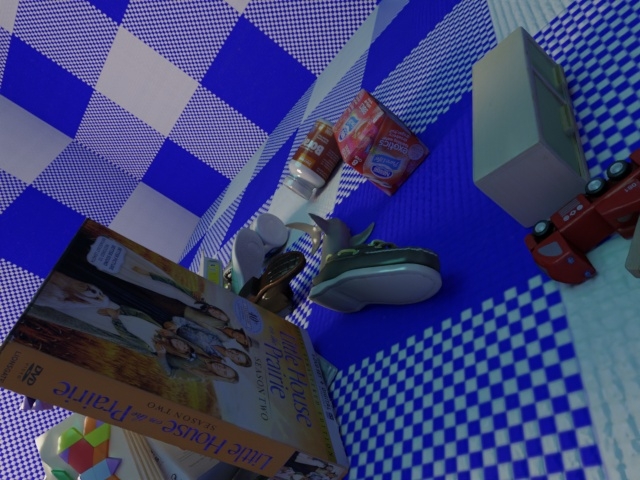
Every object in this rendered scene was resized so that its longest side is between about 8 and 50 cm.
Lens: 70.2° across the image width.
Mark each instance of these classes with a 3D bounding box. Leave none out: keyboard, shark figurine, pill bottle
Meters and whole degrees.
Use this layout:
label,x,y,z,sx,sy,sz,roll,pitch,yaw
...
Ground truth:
label,x,y,z,sx,sy,sz,roll,pitch,yaw
keyboard,-0.038,0.228,0.836,0.072,0.014,0.256,-65,21,-7
shark figurine,0.006,-0.022,0.969,0.166,0.116,0.278,-52,22,9
pill bottle,-0.015,-0.231,1.316,0.216,0.121,0.121,-57,20,-2
pill bottle,-0.192,0.011,1.367,0.186,0.112,0.112,-39,26,39

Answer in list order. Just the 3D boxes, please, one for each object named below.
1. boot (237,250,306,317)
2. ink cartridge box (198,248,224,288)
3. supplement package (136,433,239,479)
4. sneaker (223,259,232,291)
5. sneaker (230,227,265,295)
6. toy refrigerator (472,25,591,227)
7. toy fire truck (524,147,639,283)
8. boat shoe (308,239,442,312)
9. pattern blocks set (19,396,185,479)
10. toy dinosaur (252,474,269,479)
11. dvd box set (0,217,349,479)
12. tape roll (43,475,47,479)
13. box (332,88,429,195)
label,x,y,z,sx,sy,sz,roll,pitch,yaw
boot,-0.080,0.102,1.004,0.219,0.106,0.082,-34,34,36
ink cartridge box,-0.325,0.215,1.281,0.307,0.072,0.304,-120,40,-69
supplement package,-0.236,0.361,0.714,0.204,0.145,0.262,-56,-17,2
sneaker,-0.319,0.125,1.554,0.228,0.086,0.132,-33,24,27
sneaker,-0.221,0.100,1.241,0.151,0.094,0.256,-39,49,45
toy refrigerator,0.266,-0.158,0.587,0.094,0.102,0.270,-37,27,43
toy fire truck,0.285,-0.012,0.399,0.192,0.047,0.135,-46,24,28
boat shoe,0.076,0.047,0.703,0.305,0.109,0.091,-26,40,61
pattern blocks set,-0.282,0.298,0.583,0.285,0.325,0.026,-48,-19,5
toy dinosaur,-0.136,0.439,0.596,0.314,0.160,0.121,-48,-18,-11
dvd box set,-0.169,0.148,0.630,0.062,0.420,0.308,-52,24,13
tape roll,-0.346,0.403,0.866,0.392,0.071,0.392,-56,-20,-33
box,0.119,-0.219,0.980,0.123,0.128,0.257,-49,22,19
